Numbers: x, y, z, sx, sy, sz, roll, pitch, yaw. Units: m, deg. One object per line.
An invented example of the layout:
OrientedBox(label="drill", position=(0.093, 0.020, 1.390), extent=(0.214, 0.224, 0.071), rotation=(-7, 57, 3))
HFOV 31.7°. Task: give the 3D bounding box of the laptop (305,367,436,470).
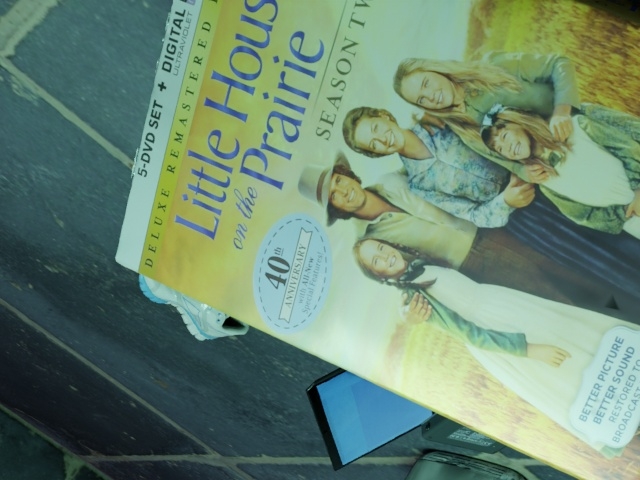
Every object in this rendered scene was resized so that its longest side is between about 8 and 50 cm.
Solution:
OrientedBox(label="laptop", position=(0.145, 0.203, 1.238), extent=(0.264, 0.136, 0.234), rotation=(20, 153, 21))

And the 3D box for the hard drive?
OrientedBox(label="hard drive", position=(0.179, 0.183, 1.171), extent=(0.094, 0.022, 0.135), rotation=(16, 145, -20))

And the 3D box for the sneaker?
OrientedBox(label="sneaker", position=(-0.149, 0.063, 1.387), extent=(0.083, 0.071, 0.191), rotation=(3, 152, 34))

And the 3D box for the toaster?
OrientedBox(label="toaster", position=(0.191, 0.374, 1.489), extent=(0.227, 0.146, 0.129), rotation=(5, 145, 43))

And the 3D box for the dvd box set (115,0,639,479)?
OrientedBox(label="dvd box set", position=(0.080, -0.040, 0.758), extent=(0.420, 0.062, 0.308), rotation=(24, 116, 13))
